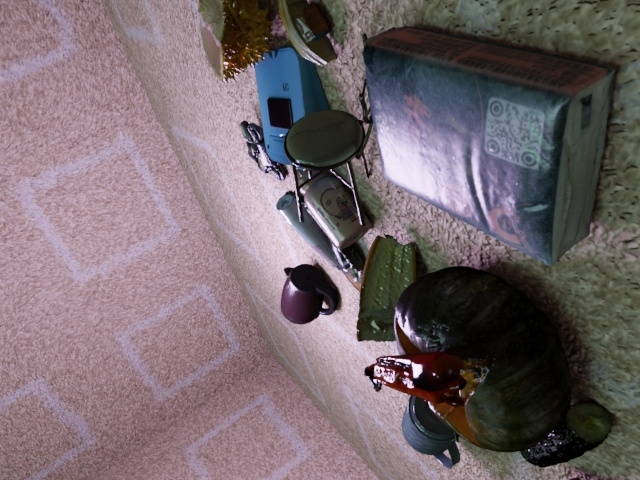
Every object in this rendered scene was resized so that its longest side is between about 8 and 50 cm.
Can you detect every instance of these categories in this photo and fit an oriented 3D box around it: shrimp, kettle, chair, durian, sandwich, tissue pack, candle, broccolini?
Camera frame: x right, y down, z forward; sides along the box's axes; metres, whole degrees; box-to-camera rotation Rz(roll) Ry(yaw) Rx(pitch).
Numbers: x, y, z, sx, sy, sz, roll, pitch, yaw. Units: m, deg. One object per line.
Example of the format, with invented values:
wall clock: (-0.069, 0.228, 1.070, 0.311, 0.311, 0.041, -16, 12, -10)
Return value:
shrimp: (0.097, 0.047, 1.256, 0.290, 0.054, 0.222, 60, 162, -13)
kettle: (-0.041, 0.184, 1.708, 0.202, 0.144, 0.232, 33, 152, 12)
chair: (0.019, -0.178, 0.904, 0.325, 0.170, 0.159, 77, -161, -54)
durian: (-0.179, -0.437, 1.081, 0.249, 0.138, 0.183, 52, 163, 39)
sandwich: (0.142, 0.111, 1.102, 0.235, 0.122, 0.128, 86, -168, -45)
tissue pack: (0.192, -0.134, 0.664, 0.316, 0.103, 0.228, 37, 150, 45)
candle: (0.135, 0.209, 0.813, 0.302, 0.059, 0.084, -25, 84, 69)
broccolini: (-0.037, -0.085, 1.325, 0.201, 0.074, 0.058, -133, 37, -62)

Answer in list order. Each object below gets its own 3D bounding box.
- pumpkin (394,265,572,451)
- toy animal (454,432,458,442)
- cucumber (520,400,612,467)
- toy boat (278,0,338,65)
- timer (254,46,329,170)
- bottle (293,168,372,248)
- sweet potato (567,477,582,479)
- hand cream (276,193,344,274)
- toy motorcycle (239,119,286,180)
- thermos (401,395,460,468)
pumpkin: (0.260, 0.192, 0.858, 0.320, 0.192, 0.320, 52, 160, 27)
toy animal: (0.263, 0.319, 1.103, 0.087, 0.243, 0.260, -24, 70, 32)
cucumber: (0.417, 0.354, 0.911, 0.072, 0.072, 0.300, 49, 161, 27)
toy boat: (-0.026, -0.384, 0.894, 0.066, 0.065, 0.172, -21, 101, 48)
timer: (-0.055, -0.294, 1.130, 0.232, 0.091, 0.250, 29, 134, 57)
bottle: (0.022, -0.088, 1.184, 0.209, 0.097, 0.110, 55, -176, 14)
sweet potato: (0.476, 0.498, 0.955, 0.114, 0.092, 0.341, 22, 147, 20)
hand cream: (0.000, 0.000, 1.340, 0.331, 0.058, 0.085, 46, 179, -40)
toy motorcycle: (-0.167, -0.251, 1.453, 0.124, 0.061, 0.193, 20, 146, 51)
thermos: (0.290, 0.478, 1.306, 0.182, 0.145, 0.286, 50, 162, 30)
